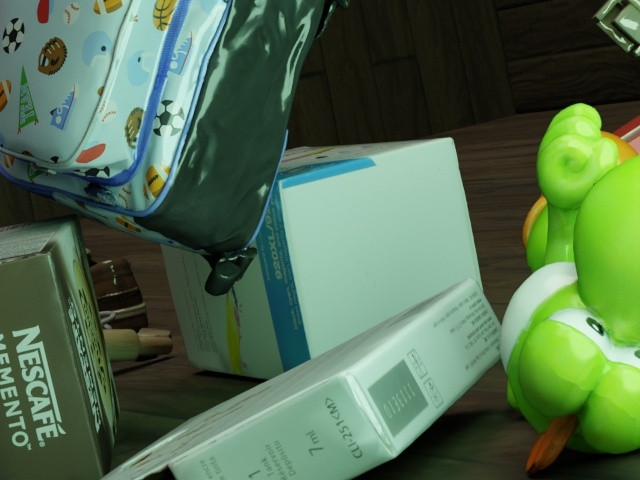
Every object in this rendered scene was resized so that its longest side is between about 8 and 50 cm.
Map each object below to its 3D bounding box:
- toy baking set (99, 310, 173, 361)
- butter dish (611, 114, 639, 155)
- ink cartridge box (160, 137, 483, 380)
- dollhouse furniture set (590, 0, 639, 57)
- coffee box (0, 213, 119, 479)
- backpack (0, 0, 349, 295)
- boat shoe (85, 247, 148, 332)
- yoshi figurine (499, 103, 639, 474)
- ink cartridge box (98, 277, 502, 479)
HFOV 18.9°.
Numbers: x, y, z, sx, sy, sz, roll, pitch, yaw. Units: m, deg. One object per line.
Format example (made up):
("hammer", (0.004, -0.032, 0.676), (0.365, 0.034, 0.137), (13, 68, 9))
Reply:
("toy baking set", (-0.234, 0.085, 1.815), (0.256, 0.030, 0.197), (1, 7, -30))
("butter dish", (0.331, -0.039, 1.760), (0.160, 0.118, 0.160), (-32, 43, -13))
("ink cartridge box", (-0.005, 0.014, 1.594), (0.171, 0.168, 0.233), (-16, 8, -29))
("dollhouse furniture set", (0.434, -0.186, 1.786), (0.174, 0.303, 0.355), (-48, 1, 2))
("coffee box", (-0.218, 0.083, 1.362), (0.119, 0.168, 0.297), (-12, 7, -3))
("backpack", (-0.146, -0.125, 1.457), (0.213, 0.276, 0.263), (26, -10, -35))
("boat shoe", (-0.259, 0.051, 2.087), (0.095, 0.095, 0.257), (-15, 7, -31))
("yoshi figurine", (0.199, 0.015, 1.136), (0.204, 0.203, 0.362), (-3, 10, 11))
("ink cartridge box", (-0.026, 0.121, 1.184), (0.239, 0.060, 0.275), (-29, -1, 22))
